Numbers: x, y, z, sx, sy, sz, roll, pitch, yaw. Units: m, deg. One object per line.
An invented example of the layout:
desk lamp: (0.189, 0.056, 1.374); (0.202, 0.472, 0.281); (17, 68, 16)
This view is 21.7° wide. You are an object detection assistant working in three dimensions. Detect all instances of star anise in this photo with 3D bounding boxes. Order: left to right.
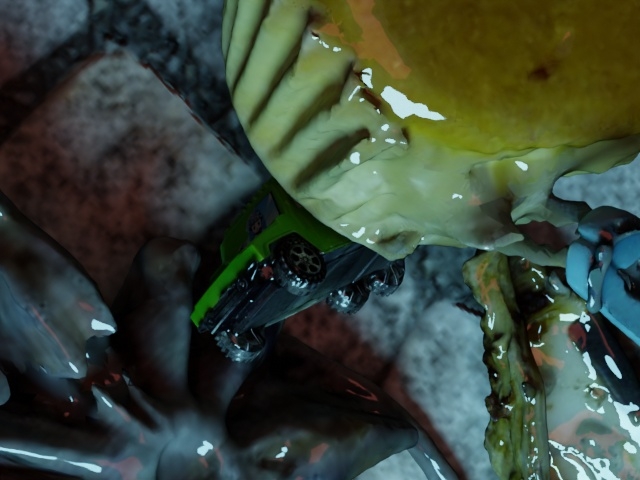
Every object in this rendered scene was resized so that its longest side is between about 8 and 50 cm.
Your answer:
star anise: (-0.086, 0.128, 0.825); (0.316, 0.139, 0.359); (-32, 104, -25)

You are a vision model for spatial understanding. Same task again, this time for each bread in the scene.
bread: (0.120, -0.168, 0.762); (0.236, 0.183, 0.388); (44, 70, 0)

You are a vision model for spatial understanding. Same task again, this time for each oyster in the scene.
oyster: (0.161, 0.143, 0.898); (0.128, 0.078, 0.345); (-33, 98, -25)

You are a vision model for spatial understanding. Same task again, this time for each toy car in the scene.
toy car: (0.000, 0.000, 0.815); (0.062, 0.165, 0.071); (51, 129, 14)

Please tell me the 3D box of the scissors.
scissors: (0.214, 0.076, 0.807); (0.393, 0.032, 0.180); (33, 84, -47)
